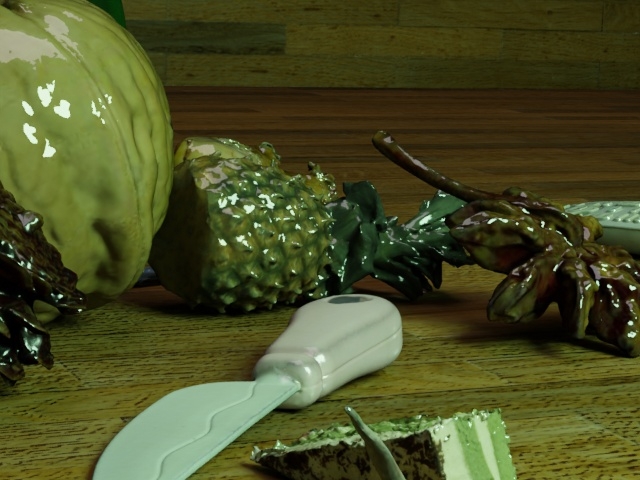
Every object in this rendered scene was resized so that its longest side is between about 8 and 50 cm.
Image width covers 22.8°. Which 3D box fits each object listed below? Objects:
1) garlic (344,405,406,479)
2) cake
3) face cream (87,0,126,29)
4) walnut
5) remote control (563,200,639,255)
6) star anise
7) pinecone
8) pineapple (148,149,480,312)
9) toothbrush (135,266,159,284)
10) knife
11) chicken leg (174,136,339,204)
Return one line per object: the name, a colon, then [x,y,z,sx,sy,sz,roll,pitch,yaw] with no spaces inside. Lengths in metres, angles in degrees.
garlic: [0.098,0.106,0.481,0.198,0.128,0.090,5,26,-4]
cake: [0.026,0.096,0.750,0.140,0.055,0.051,9,18,42]
face cream: [-0.358,-0.152,1.298,0.357,0.312,0.219,-7,27,29]
walnut: [-0.197,-0.052,1.043,0.228,0.228,0.228,2,10,0]
remote control: [0.277,-0.009,1.448,0.073,0.044,0.229,-23,14,-31]
star anise: [0.135,0.003,1.091,0.234,0.073,0.177,22,23,-2]
pinecone: [-0.201,0.027,0.875,0.121,0.140,0.140,-41,6,9]
pineapple: [0.000,0.000,1.163,0.251,0.125,0.125,2,9,-32]
toothbrush: [-0.145,0.025,1.202,0.219,0.019,0.016,-5,7,-37]
knife: [-0.045,0.081,0.860,0.081,0.043,0.336,1,10,25]
chicken leg: [-0.067,-0.054,1.523,0.101,0.085,0.207,-4,-6,44]
